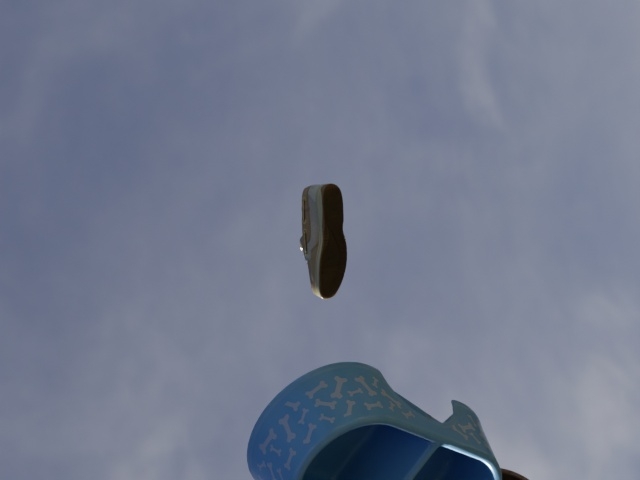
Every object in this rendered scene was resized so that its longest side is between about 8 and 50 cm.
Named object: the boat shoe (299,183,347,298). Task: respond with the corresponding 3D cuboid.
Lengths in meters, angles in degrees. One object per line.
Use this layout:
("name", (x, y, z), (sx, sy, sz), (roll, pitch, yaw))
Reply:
("boat shoe", (0.000, 0.000, 1.870), (0.050, 0.045, 0.135), (-3, -83, -48))

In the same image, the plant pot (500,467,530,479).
("plant pot", (0.216, 0.399, 2.030), (0.165, 0.167, 0.167), (76, -160, -52))

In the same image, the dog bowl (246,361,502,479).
("dog bowl", (0.064, 0.227, 1.595), (0.297, 0.166, 0.074), (25, -163, -39))
